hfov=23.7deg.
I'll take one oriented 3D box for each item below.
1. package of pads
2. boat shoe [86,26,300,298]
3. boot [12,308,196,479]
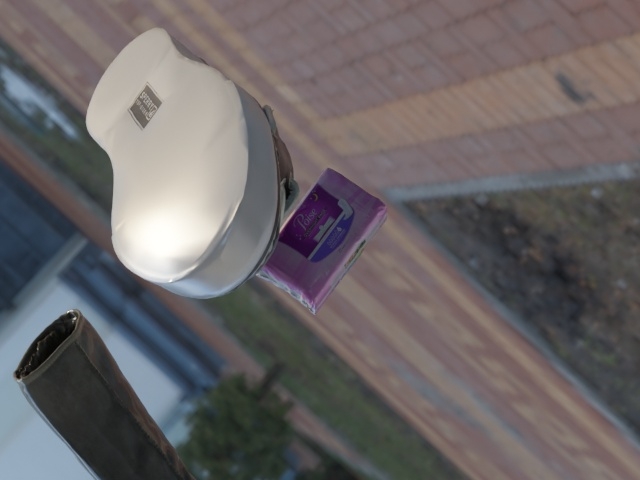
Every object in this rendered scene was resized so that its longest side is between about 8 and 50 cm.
[{"bbox_3d":[0.000,0.000,0.967,0.050,0.083,0.032,33,167,13],"label":"package of pads"},{"bbox_3d":[-0.060,-0.035,0.869,0.102,0.108,0.301,34,-174,-25],"label":"boat shoe"},{"bbox_3d":[-0.138,0.167,1.060,0.190,0.076,0.208,-101,-14,-67],"label":"boot"}]
